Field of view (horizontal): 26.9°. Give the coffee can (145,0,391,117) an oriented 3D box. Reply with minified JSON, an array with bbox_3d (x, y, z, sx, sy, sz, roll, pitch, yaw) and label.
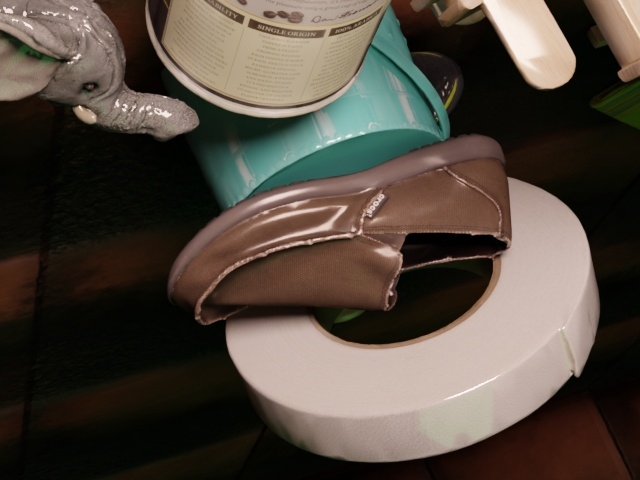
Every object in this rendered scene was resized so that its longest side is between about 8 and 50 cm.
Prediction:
[{"bbox_3d":[-0.022,-0.253,1.061,0.201,0.201,0.275,-13,156,-22],"label":"coffee can"}]

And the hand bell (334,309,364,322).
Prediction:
[{"bbox_3d":[0.000,0.000,1.830,0.126,0.126,0.242,-22,145,-2],"label":"hand bell"}]

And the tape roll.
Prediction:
[{"bbox_3d":[0.094,0.067,1.396,0.392,0.392,0.072,-22,124,-3],"label":"tape roll"}]

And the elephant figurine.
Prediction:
[{"bbox_3d":[-0.237,-0.164,1.082,0.239,0.169,0.186,-6,174,6],"label":"elephant figurine"}]

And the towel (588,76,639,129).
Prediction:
[{"bbox_3d":[0.472,-0.197,1.910,0.102,0.021,0.237,-29,159,28],"label":"towel"}]

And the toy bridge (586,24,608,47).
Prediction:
[{"bbox_3d":[0.375,-0.296,1.578,0.063,0.026,0.188,-18,157,-19],"label":"toy bridge"}]

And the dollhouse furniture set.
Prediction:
[{"bbox_3d":[0.203,-0.202,1.220,0.303,0.174,0.355,-29,180,-17],"label":"dollhouse furniture set"}]

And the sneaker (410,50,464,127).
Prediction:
[{"bbox_3d":[0.083,-0.132,1.598,0.121,0.111,0.300,-18,165,-38],"label":"sneaker"}]

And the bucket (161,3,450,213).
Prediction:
[{"bbox_3d":[-0.012,-0.125,1.388,0.281,0.183,0.281,-20,159,-8],"label":"bucket"}]

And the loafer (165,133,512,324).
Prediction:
[{"bbox_3d":[0.029,0.009,1.312,0.366,0.130,0.134,-21,159,-5],"label":"loafer"}]
